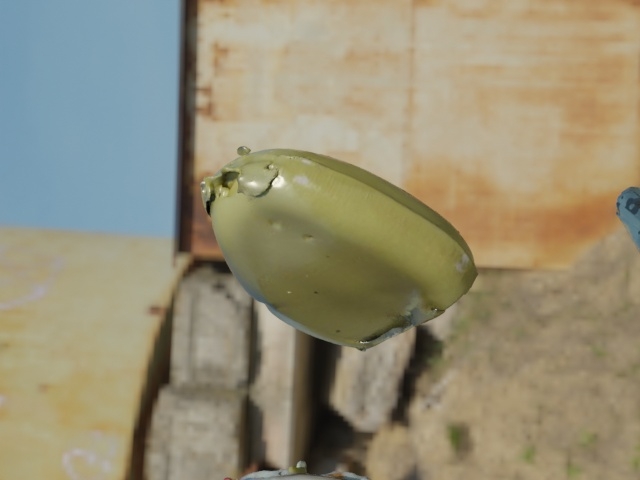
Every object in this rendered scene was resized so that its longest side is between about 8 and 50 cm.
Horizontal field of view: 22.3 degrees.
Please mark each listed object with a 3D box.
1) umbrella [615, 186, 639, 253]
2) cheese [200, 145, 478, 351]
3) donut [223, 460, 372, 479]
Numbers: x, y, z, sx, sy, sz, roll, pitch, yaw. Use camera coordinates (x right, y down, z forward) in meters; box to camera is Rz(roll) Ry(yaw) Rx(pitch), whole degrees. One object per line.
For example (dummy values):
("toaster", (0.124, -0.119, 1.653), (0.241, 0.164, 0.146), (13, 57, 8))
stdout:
("umbrella", (0.410, 0.014, 1.928), (0.250, 0.053, 0.052), (-110, 27, -56))
("cheese", (0.000, 0.000, 1.897), (0.259, 0.316, 0.128), (-39, 30, 40))
("donut", (0.023, 0.362, 1.408), (0.142, 0.383, 0.382), (-59, -27, -48))
